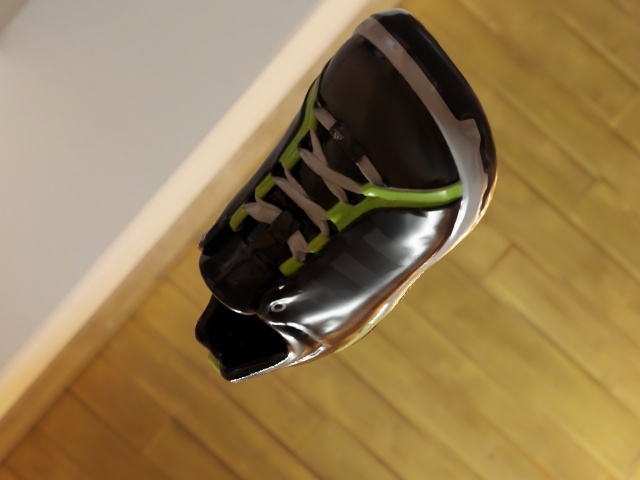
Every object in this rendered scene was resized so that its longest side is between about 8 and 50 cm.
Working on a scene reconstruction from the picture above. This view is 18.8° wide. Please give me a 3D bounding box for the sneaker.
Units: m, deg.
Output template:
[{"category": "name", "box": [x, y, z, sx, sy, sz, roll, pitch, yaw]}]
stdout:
[{"category": "sneaker", "box": [0.000, 0.000, 0.816, 0.084, 0.097, 0.234, 50, 151, 18]}]
